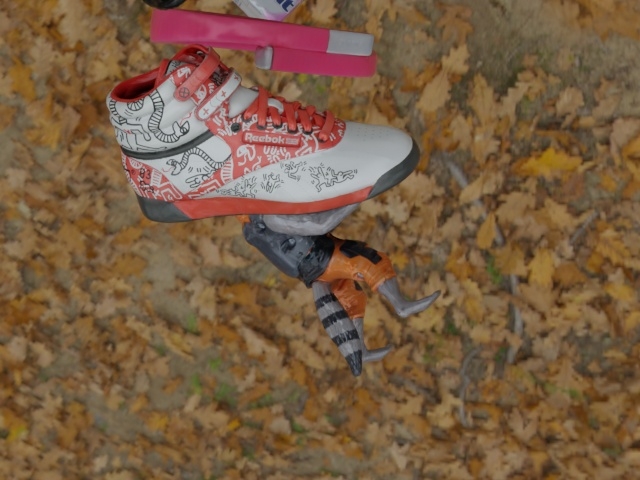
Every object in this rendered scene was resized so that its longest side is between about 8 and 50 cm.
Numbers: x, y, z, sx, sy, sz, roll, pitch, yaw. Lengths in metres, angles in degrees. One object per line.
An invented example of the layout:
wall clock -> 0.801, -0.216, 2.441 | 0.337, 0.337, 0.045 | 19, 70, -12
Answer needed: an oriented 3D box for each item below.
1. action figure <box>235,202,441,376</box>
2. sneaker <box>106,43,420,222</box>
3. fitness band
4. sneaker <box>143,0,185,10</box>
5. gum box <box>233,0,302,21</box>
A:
action figure -> 0.000, 0.000, 1.247 | 0.330, 0.178, 0.341 | 45, 160, 10
sneaker -> -0.056, -0.102, 0.821 | 0.270, 0.090, 0.145 | -7, 123, 14
fitness band -> -0.061, -0.237, 1.117 | 0.209, 0.291, 0.054 | 22, 109, 46
sneaker -> -0.018, -0.286, 0.798 | 0.447, 0.257, 0.169 | 7, 147, 16
gum box -> -0.121, -0.482, 1.698 | 0.188, 0.107, 0.062 | 44, 165, -7
